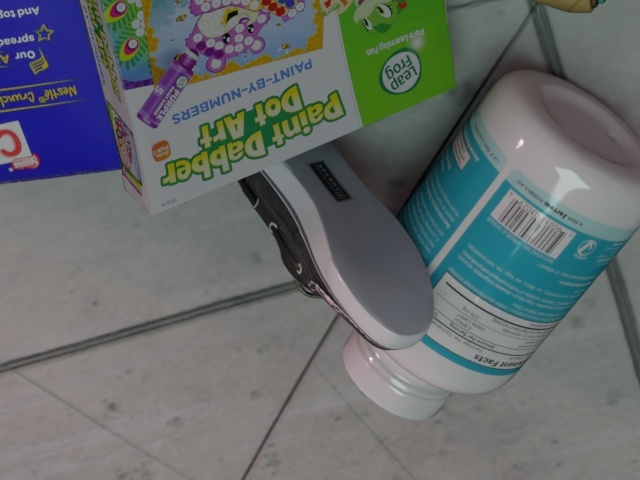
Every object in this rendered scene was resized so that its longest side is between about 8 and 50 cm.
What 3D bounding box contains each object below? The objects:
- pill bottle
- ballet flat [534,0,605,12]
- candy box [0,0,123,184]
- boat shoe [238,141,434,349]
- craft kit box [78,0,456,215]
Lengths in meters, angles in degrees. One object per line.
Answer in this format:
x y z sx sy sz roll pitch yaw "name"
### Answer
0.123 0.013 1.145 0.146 0.146 0.264 28 119 -16 "pill bottle"
0.161 -0.258 1.016 0.073 0.080 0.232 8 122 13 "ballet flat"
-0.272 -0.193 1.030 0.268 0.122 0.317 -7 121 3 "candy box"
0.000 0.000 1.111 0.080 0.228 0.076 -13 145 -38 "boat shoe"
-0.037 -0.173 1.015 0.249 0.061 0.247 -25 128 -20 "craft kit box"
